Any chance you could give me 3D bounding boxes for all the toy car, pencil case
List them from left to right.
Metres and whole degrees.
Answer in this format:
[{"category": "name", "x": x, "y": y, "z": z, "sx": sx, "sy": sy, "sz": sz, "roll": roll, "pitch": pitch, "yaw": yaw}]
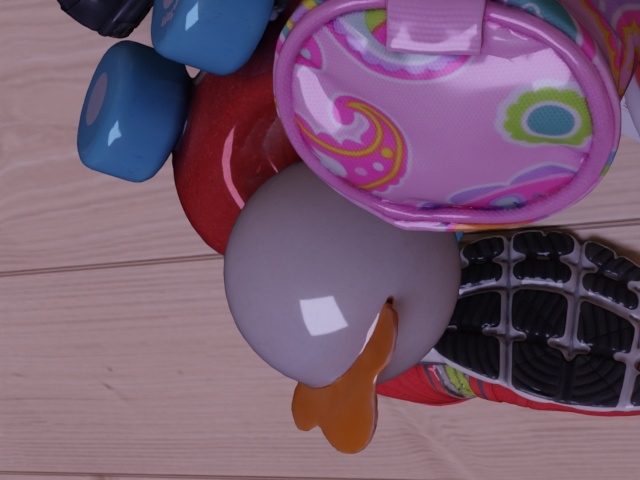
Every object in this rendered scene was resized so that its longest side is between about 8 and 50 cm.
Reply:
[{"category": "toy car", "x": 0.000, "y": 0.000, "z": 0.711, "sx": 0.219, "sy": 0.238, "sz": 0.210, "roll": 17, "pitch": 145, "yaw": -22}, {"category": "pencil case", "x": 0.072, "y": -0.137, "z": 0.536, "sx": 0.124, "sy": 0.284, "sz": 0.124, "roll": 13, "pitch": 142, "yaw": 10}]

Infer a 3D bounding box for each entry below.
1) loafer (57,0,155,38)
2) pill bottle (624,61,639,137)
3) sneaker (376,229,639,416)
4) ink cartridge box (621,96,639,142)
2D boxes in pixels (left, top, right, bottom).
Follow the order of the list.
[{"category": "loafer", "x": -0.092, "y": -0.183, "z": 0.734, "sx": 0.078, "sy": 0.076, "sz": 0.223, "roll": 29, "pitch": 145, "yaw": -17}, {"category": "pill bottle", "x": 0.265, "y": -0.147, "z": 0.472, "sx": 0.210, "sy": 0.210, "sz": 0.363, "roll": 26, "pitch": 141, "yaw": 1}, {"category": "sneaker", "x": 0.101, "y": 0.059, "z": 0.900, "sx": 0.279, "sy": 0.107, "sz": 0.118, "roll": 8, "pitch": 156, "yaw": 26}, {"category": "ink cartridge box", "x": 0.142, "y": -0.107, "z": 0.671, "sx": 0.135, "sy": 0.099, "sz": 0.056, "roll": 26, "pitch": 140, "yaw": -1}]
